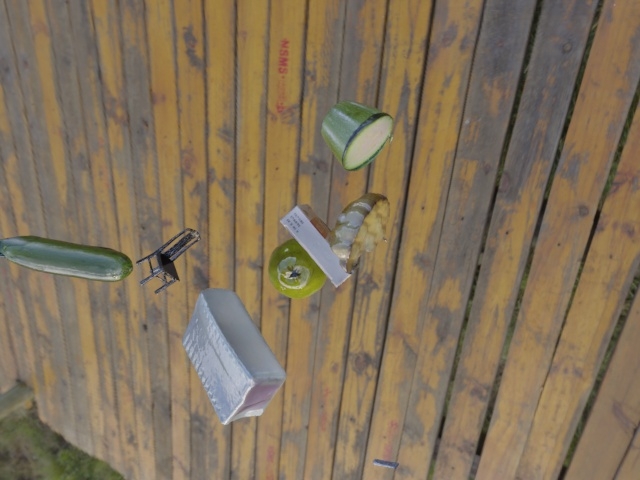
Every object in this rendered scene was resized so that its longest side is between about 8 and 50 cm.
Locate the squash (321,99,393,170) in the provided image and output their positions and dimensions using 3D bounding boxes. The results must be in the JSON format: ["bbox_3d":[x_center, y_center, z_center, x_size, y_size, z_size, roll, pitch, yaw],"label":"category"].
[{"bbox_3d":[0.087,-0.262,1.296,0.123,0.170,0.170,46,128,29],"label":"squash"}]

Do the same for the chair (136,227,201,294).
[{"bbox_3d":[-0.456,0.062,1.640,0.213,0.084,0.101,-32,53,6],"label":"chair"}]

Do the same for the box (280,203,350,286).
[{"bbox_3d":[0.000,0.000,1.433,0.069,0.353,0.214,-40,92,3],"label":"box"}]

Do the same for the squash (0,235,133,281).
[{"bbox_3d":[-0.599,0.039,1.221,0.332,0.087,0.087,10,120,-9],"label":"squash"}]

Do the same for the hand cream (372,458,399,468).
[{"bbox_3d":[0.210,0.725,1.724,0.093,0.030,0.019,-11,93,38],"label":"hand cream"}]

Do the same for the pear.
[{"bbox_3d":[-0.074,0.093,1.789,0.213,0.269,0.212,0,93,4],"label":"pear"}]

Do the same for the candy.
[{"bbox_3d":[-0.260,0.327,1.538,0.358,0.145,0.208,50,124,37],"label":"candy"}]

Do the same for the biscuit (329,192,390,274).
[{"bbox_3d":[0.068,-0.027,0.897,0.061,0.183,0.118,19,115,22],"label":"biscuit"}]
